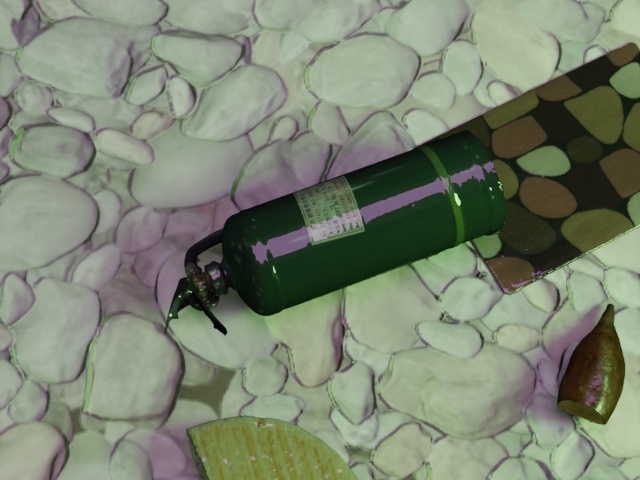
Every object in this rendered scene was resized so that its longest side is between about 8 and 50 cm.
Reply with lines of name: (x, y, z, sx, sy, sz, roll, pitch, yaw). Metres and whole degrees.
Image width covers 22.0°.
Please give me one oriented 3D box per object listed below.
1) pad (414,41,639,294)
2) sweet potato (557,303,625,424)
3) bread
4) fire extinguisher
pad: (0.219, -0.066, 1.431, 0.235, 0.003, 0.158, -26, 71, -14)
sweet potato: (0.225, 0.098, 1.342, 0.049, 0.049, 0.117, 18, 56, 4)
bread: (-0.019, 0.214, 1.278, 0.112, 0.036, 0.193, -20, 66, -17)
fire extinguisher: (0.000, 0.000, 1.342, 0.294, 0.093, 0.118, -20, 44, -10)
